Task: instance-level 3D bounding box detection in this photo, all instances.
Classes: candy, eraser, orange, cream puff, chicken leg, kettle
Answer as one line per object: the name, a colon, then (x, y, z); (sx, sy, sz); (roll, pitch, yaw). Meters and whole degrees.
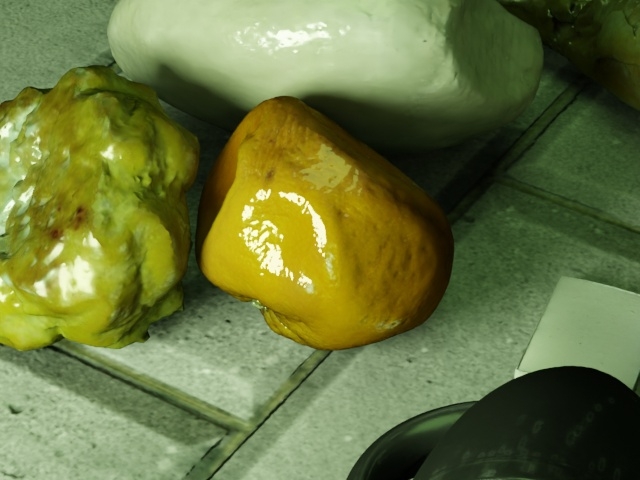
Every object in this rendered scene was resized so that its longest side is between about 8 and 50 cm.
candy: (-0.003, -0.180, 1.707); (0.426, 0.186, 0.386); (7, -1, 16)
eraser: (0.242, 0.092, 1.540); (0.103, 0.023, 0.150); (15, 39, 16)
orange: (0.000, 0.000, 1.522); (0.249, 0.183, 0.249); (37, 6, -5)
cream puff: (-0.207, -0.016, 1.542); (0.185, 0.282, 0.282); (26, 16, -44)
chicken leg: (0.316, -0.226, 1.868); (0.429, 0.153, 0.201); (21, 43, 35)
kettle: (0.141, 0.193, 1.275); (0.268, 0.207, 0.290); (-1, 23, 17)
